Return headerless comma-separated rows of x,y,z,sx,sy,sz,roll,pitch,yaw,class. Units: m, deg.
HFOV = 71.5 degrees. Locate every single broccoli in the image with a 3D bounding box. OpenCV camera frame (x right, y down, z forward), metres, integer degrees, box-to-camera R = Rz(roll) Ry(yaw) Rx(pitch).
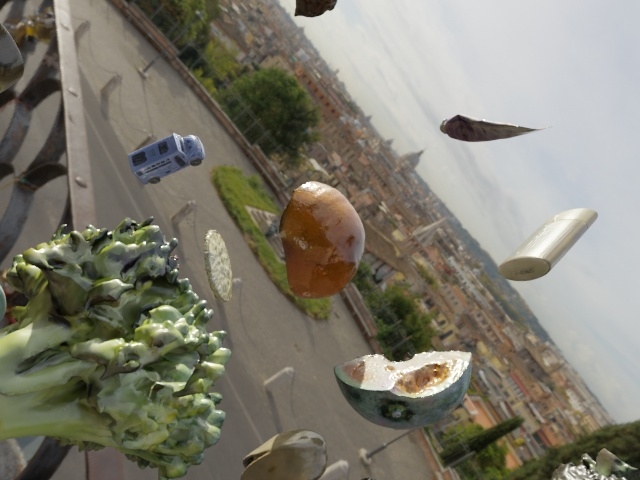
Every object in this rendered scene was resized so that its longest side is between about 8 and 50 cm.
-0.262,0.136,0.549,0.272,0.324,0.333,-103,-167,-80,broccoli

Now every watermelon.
0.197,0.375,1.028,0.175,0.322,0.188,-49,128,-69,watermelon

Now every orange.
0.000,0.001,1.209,0.310,0.274,0.274,63,14,-5,orange

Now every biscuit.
-0.200,0.050,0.883,0.152,0.020,0.151,-9,90,-87,biscuit

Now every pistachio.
-0.086,0.515,1.022,0.153,0.238,0.137,40,26,-24,pistachio

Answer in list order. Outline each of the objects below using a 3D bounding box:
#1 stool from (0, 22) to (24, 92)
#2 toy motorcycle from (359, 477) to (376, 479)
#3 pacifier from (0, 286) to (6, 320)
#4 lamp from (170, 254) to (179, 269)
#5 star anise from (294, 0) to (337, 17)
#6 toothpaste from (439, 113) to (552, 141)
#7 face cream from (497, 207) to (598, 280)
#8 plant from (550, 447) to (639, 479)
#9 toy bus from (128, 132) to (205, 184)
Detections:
-0.682,-0.284,0.756,0.179,0.179,0.264,45,50,-25,stool
0.095,0.717,0.968,0.213,0.358,0.125,27,-7,37,toy motorcycle
-0.701,0.056,0.761,0.288,0.343,0.269,25,33,-38,pacifier
-0.358,0.039,1.001,0.083,0.031,0.063,29,-2,-28,lamp
0.042,-0.514,0.744,0.111,0.257,0.198,32,2,-16,star anise
0.343,-0.238,0.937,0.075,0.048,0.301,25,5,-22,toothpaste
0.575,0.005,1.120,0.285,0.139,0.067,-33,97,-32,face cream
0.419,0.410,0.676,0.131,0.203,0.142,64,-25,-8,plant
-0.367,-0.201,1.065,0.076,0.168,0.073,60,7,-67,toy bus
